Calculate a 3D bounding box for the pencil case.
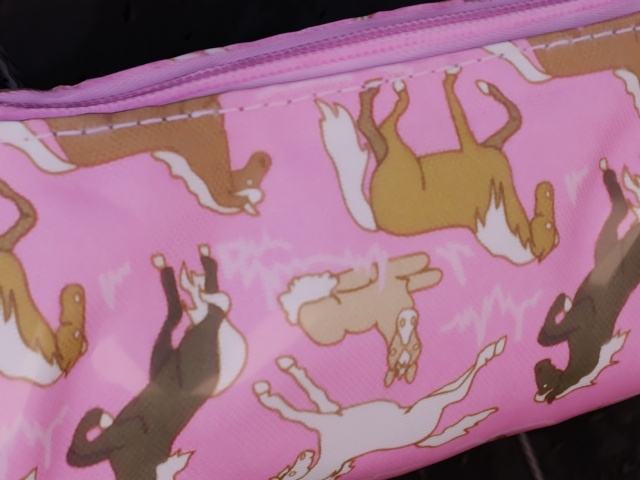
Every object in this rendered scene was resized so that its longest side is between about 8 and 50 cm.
[{"bbox_3d":[0.000,0.000,0.539,0.386,0.160,0.167,-15,86,-24],"label":"pencil case"}]
